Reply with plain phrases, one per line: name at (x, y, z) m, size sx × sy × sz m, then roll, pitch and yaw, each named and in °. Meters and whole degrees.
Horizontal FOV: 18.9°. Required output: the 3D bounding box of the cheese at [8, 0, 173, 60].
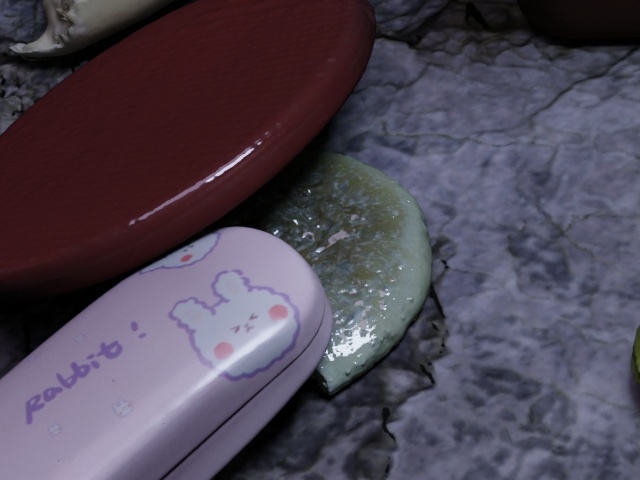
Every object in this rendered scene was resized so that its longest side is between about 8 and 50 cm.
cheese at (-0.165, -0.249, 1.320) m, size 0.233 × 0.127 × 0.266 m, roll -40°, pitch 44°, yaw -16°

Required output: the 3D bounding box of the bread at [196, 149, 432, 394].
bread at (0.002, -0.004, 1.074) m, size 0.112 × 0.036 × 0.193 m, roll -30°, pitch 45°, yaw -11°

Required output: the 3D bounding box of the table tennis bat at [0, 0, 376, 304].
table tennis bat at (-0.071, -0.103, 1.152) m, size 0.268 × 0.051 × 0.414 m, roll -6°, pitch 35°, yaw 41°

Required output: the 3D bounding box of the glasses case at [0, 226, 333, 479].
glasses case at (-0.120, 0.105, 0.971) m, size 0.297 × 0.075 × 0.113 m, roll -41°, pitch 42°, yaw -14°

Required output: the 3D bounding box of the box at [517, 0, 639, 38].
box at (0.226, -0.307, 1.154) m, size 0.239 × 0.229 × 0.339 m, roll -1°, pitch 47°, yaw 21°

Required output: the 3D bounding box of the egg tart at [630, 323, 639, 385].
egg tart at (0.243, 0.043, 0.907) m, size 0.197 × 0.078 × 0.197 m, roll -9°, pitch 46°, yaw 9°
